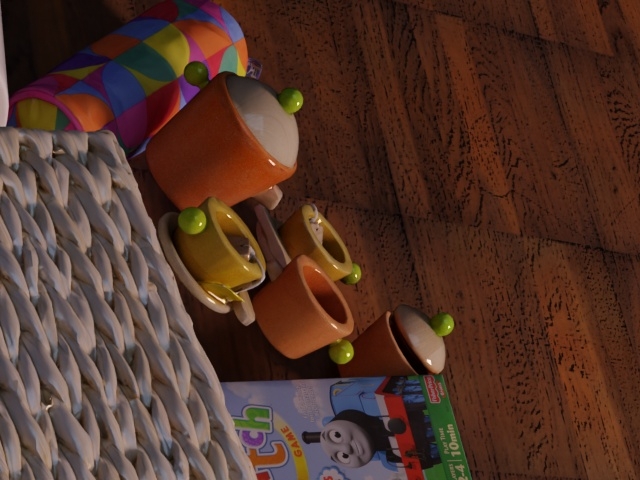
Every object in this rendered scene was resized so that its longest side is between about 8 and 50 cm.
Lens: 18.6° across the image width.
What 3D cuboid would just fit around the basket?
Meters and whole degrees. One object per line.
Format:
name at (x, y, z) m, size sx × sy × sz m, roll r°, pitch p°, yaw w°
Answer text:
basket at (-0.239, 0.140, 1.133) m, size 0.266 × 0.328 × 0.331 m, roll -3°, pitch 60°, yaw -44°

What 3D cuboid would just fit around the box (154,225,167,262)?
box at (-0.143, 0.131, 1.382) m, size 0.094 × 0.113 × 0.275 m, roll 1°, pitch 60°, yaw -39°

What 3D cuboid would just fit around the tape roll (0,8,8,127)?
tape roll at (-0.346, -0.119, 1.260) m, size 0.286 × 0.286 × 0.100 m, roll 13°, pitch 54°, yaw -33°

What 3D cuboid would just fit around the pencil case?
pencil case at (-0.150, -0.116, 1.562) m, size 0.104 × 0.104 × 0.236 m, roll 51°, pitch 43°, yaw 2°

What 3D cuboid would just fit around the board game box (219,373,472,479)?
board game box at (0.009, 0.180, 1.475) m, size 0.211 × 0.039 × 0.160 m, roll -1°, pitch 55°, yaw -20°

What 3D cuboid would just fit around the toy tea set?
toy tea set at (0.000, 0.000, 1.523) m, size 0.336 × 0.124 × 0.200 m, roll 38°, pitch 23°, yaw -46°
